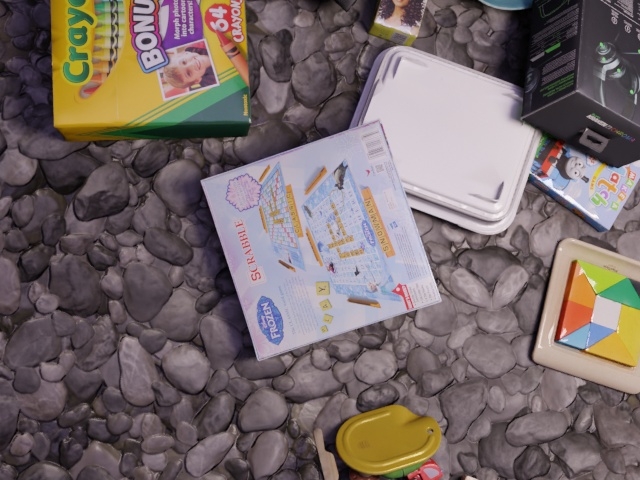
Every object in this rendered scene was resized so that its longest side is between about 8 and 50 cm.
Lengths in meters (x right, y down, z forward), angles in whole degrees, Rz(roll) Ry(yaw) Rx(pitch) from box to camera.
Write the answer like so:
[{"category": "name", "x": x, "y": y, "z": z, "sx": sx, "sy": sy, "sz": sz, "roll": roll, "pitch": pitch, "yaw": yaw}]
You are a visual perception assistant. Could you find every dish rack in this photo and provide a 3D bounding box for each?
[{"category": "dish rack", "x": 0.223, "y": -0.189, "z": 1.356, "sx": 0.333, "sy": 0.072, "sz": 0.285, "roll": 20, "pitch": 81, "yaw": 2}]

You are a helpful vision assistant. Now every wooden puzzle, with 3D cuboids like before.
[{"category": "wooden puzzle", "x": 0.514, "y": 0.137, "z": 1.395, "sx": 0.221, "sy": 0.044, "sz": 0.238, "roll": 19, "pitch": 81, "yaw": -7}]

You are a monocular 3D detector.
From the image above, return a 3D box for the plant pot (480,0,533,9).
[{"category": "plant pot", "x": 0.349, "y": -0.590, "z": 1.365, "sx": 0.290, "sy": 0.290, "sz": 0.195, "roll": -9, "pitch": 49, "yaw": -10}]

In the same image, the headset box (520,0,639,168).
[{"category": "headset box", "x": 0.494, "y": -0.292, "z": 1.343, "sx": 0.246, "sy": 0.131, "sz": 0.283, "roll": 20, "pitch": 68, "yaw": -25}]

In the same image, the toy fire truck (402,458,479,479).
[{"category": "toy fire truck", "x": 0.235, "y": 0.447, "z": 1.309, "sx": 0.135, "sy": 0.047, "sz": 0.192, "roll": -26, "pitch": 87, "yaw": -12}]

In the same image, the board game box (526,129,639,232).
[{"category": "board game box", "x": 0.482, "y": -0.140, "z": 1.426, "sx": 0.211, "sy": 0.039, "sz": 0.160, "roll": 35, "pitch": 79, "yaw": -4}]

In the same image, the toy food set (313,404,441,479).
[{"category": "toy food set", "x": 0.095, "y": 0.355, "z": 1.282, "sx": 0.218, "sy": 0.128, "sz": 0.071, "roll": -12, "pitch": 126, "yaw": -15}]

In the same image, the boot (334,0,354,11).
[{"category": "boot", "x": -0.008, "y": -0.665, "z": 1.276, "sx": 0.445, "sy": 0.146, "sz": 0.367, "roll": 41, "pitch": 83, "yaw": -7}]

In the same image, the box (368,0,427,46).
[{"category": "box", "x": 0.161, "y": -0.480, "z": 1.406, "sx": 0.087, "sy": 0.058, "sz": 0.232, "roll": 16, "pitch": 80, "yaw": -7}]

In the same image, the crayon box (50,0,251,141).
[{"category": "crayon box", "x": -0.284, "y": -0.357, "z": 1.292, "sx": 0.313, "sy": 0.106, "sz": 0.362, "roll": -3, "pitch": 84, "yaw": -10}]

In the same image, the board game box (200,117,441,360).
[{"category": "board game box", "x": 0.000, "y": 0.000, "z": 1.278, "sx": 0.318, "sy": 0.066, "sz": 0.318, "roll": -18, "pitch": 86, "yaw": 4}]
